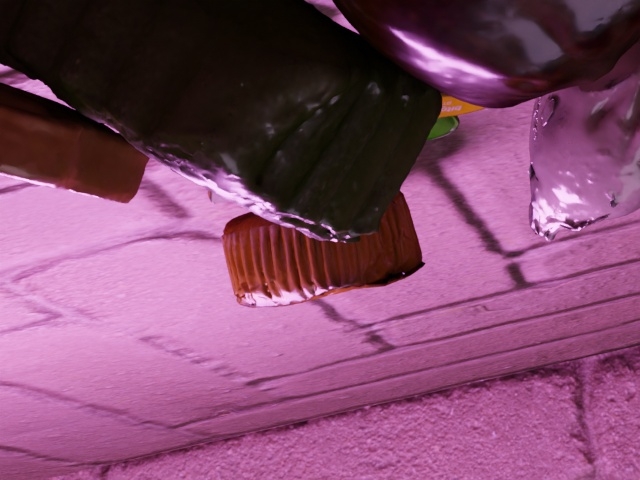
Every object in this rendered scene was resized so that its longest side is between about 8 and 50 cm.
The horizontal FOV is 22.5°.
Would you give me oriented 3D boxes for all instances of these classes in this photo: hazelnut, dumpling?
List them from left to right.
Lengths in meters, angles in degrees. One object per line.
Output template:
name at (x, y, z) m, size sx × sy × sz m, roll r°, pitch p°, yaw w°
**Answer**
hazelnut at (0.091, -0.177, 0.860) m, size 0.218 × 0.218 × 0.234 m, roll -6°, pitch 167°, yaw -19°
dumpling at (0.254, -0.108, 1.400) m, size 0.247 × 0.142 × 0.172 m, roll -50°, pitch 179°, yaw 43°

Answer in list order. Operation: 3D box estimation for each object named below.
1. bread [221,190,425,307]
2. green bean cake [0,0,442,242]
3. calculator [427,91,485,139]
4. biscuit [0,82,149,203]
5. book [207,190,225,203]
bread at (0.000, 0.000, 1.611) m, size 0.199 × 0.104 × 0.199 m, roll -13°, pitch -176°, yaw 1°
green bean cake at (-0.064, -0.102, 0.969) m, size 0.248 × 0.125 × 0.222 m, roll 31°, pitch -174°, yaw 31°
calculator at (0.100, -0.145, 1.262) m, size 0.146 × 0.032 × 0.235 m, roll -7°, pitch 155°, yaw -15°
biscuit at (-0.268, -0.088, 0.985) m, size 0.351 × 0.057 × 0.312 m, roll 15°, pitch 180°, yaw -31°
book at (-0.002, -0.097, 1.435) m, size 0.201 × 0.026 × 0.289 m, roll -9°, pitch 165°, yaw -9°
